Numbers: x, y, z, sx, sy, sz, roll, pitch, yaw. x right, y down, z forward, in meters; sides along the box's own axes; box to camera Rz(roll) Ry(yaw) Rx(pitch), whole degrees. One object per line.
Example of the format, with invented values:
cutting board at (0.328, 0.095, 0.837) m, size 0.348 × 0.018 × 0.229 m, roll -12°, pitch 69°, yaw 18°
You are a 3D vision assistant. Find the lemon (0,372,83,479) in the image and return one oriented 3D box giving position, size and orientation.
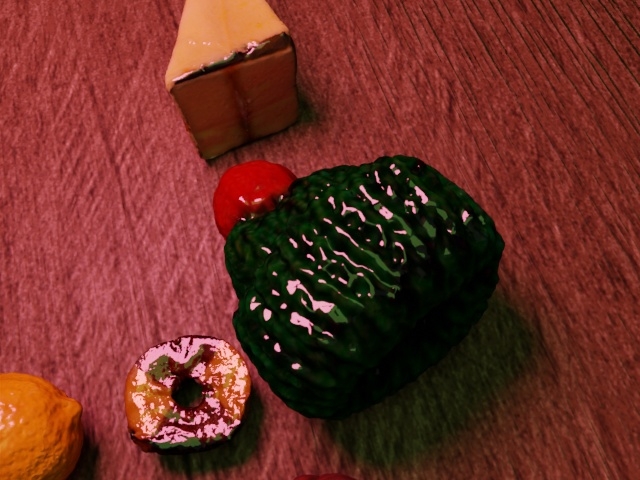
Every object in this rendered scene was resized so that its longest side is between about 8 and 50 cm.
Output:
lemon at (-0.331, 0.209, 0.574) m, size 0.187 × 0.142 × 0.142 m, roll -24°, pitch 66°, yaw -2°

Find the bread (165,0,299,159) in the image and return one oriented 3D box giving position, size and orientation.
bread at (-0.153, -0.266, 0.783) m, size 0.163 × 0.168 × 0.264 m, roll -26°, pitch 63°, yaw -9°

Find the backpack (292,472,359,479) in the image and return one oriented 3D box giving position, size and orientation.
backpack at (0.011, 0.334, 0.510) m, size 0.229 × 0.139 × 0.230 m, roll 5°, pitch 72°, yaw -14°

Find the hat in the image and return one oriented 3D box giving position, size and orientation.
hat at (0.000, 0.000, 0.622) m, size 0.274 × 0.242 × 0.332 m, roll -30°, pitch 54°, yaw -25°

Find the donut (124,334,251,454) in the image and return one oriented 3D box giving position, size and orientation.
donut at (-0.142, 0.172, 0.629) m, size 0.140 × 0.059 × 0.141 m, roll -1°, pitch 65°, yaw 2°
